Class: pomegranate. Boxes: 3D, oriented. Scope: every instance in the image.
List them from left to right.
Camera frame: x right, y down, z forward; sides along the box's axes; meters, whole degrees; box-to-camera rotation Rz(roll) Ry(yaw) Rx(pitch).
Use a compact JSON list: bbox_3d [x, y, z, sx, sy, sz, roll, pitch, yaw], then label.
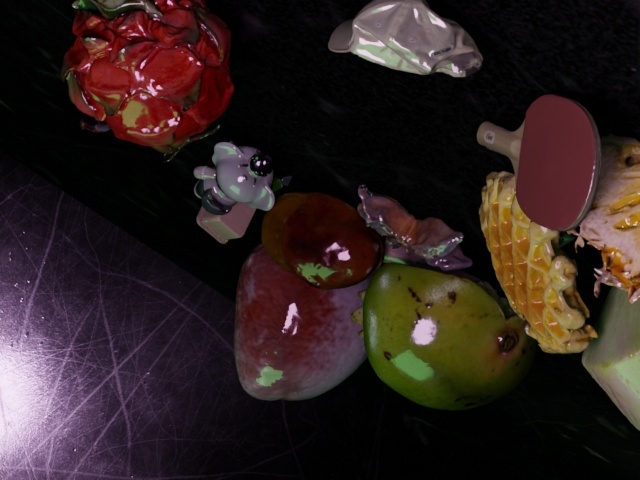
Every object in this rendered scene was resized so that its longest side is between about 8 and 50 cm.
[{"bbox_3d":[0.183,0.170,1.752,0.310,0.216,0.358,19,168,-37],"label":"pomegranate"}]

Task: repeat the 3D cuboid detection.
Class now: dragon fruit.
[{"bbox_3d":[-0.214,-0.221,1.379,0.234,0.234,0.293,26,161,18],"label":"dragon fruit"}]

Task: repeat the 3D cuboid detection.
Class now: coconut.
[{"bbox_3d":[0.430,0.129,1.271,0.236,0.204,0.236,55,-177,-5],"label":"coconut"}]

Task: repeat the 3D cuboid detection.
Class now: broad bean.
[{"bbox_3d":[0.000,-0.002,1.806,0.228,0.156,0.122,27,-163,17],"label":"broad bean"}]

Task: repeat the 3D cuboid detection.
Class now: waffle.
[{"bbox_3d":[0.261,0.029,1.321,0.261,0.056,0.250,114,135,-86],"label":"waffle"}]

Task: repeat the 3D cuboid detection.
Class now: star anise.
[{"bbox_3d":[0.146,-0.004,1.674,0.208,0.063,0.172,27,167,15],"label":"star anise"}]

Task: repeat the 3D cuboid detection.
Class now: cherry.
[{"bbox_3d":[-0.026,0.151,2.075,0.291,0.335,0.326,2,175,32],"label":"cherry"}]

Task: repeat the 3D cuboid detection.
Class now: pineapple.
[{"bbox_3d":[0.355,-0.016,1.062,0.114,0.186,0.236,37,-152,-39],"label":"pineapple"}]

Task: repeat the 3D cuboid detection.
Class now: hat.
[{"bbox_3d":[0.085,-0.220,1.096,0.122,0.081,0.166,-4,-162,-23],"label":"hat"}]

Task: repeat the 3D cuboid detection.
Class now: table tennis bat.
[{"bbox_3d":[0.232,-0.093,1.129,0.022,0.138,0.246,2,-164,-19],"label":"table tennis bat"}]

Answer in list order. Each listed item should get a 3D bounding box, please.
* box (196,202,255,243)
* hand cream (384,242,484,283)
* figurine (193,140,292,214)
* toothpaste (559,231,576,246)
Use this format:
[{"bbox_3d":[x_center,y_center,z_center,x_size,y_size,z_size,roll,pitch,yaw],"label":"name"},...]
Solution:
[{"bbox_3d":[-0.174,-0.063,2.029,0.062,0.122,0.089,-2,145,46],"label":"box"},{"bbox_3d":[0.189,0.047,1.812,0.210,0.043,0.067,22,161,19],"label":"hand cream"},{"bbox_3d":[-0.142,-0.109,1.805,0.147,0.126,0.192,47,145,-18],"label":"figurine"},{"bbox_3d":[0.302,0.010,1.465,0.057,0.034,0.197,22,163,1],"label":"toothpaste"}]
